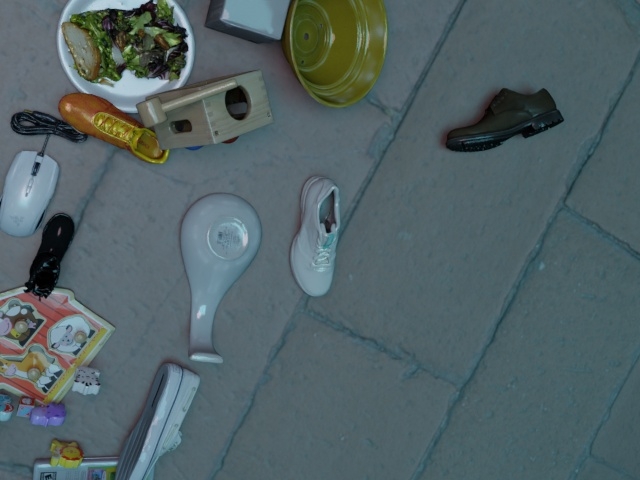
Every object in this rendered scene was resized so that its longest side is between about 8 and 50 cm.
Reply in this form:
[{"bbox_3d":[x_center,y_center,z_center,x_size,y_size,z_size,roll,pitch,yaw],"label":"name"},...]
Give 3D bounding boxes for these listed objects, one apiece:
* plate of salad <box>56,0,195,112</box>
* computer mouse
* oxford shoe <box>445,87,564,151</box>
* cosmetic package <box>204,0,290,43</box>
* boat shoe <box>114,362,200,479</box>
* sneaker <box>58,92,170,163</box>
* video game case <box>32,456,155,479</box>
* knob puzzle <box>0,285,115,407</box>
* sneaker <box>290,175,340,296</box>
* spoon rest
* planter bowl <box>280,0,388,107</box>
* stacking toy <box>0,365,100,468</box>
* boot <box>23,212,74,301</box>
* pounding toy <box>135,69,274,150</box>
[{"bbox_3d":[-0.285,-0.290,1.005,0.200,0.048,0.199,-4,102,-19],"label":"plate of salad"},{"bbox_3d":[-0.422,-0.093,1.000,0.106,0.042,0.192,17,95,-24],"label":"computer mouse"},{"bbox_3d":[0.324,-0.223,1.241,0.227,0.083,0.096,-19,85,-14],"label":"oxford shoe"},{"bbox_3d":[-0.091,-0.422,1.006,0.107,0.127,0.237,15,95,-23],"label":"cosmetic package"},{"bbox_3d":[-0.263,0.319,1.122,0.076,0.083,0.226,26,85,-31],"label":"boat shoe"},{"bbox_3d":[-0.298,-0.168,0.998,0.175,0.067,0.064,24,85,-37],"label":"sneaker"},{"bbox_3d":[-0.389,0.468,1.148,0.194,0.023,0.212,5,99,-21],"label":"video game case"},{"bbox_3d":[-0.450,0.155,1.052,0.213,0.030,0.213,-5,104,-19],"label":"knob puzzle"},{"bbox_3d":[0.000,0.000,1.150,0.080,0.094,0.212,-3,103,-21],"label":"sneaker"},{"bbox_3d":[-0.175,0.058,1.118,0.137,0.084,0.276,12,84,-24],"label":"spoon rest"},{"bbox_3d":[0.004,-0.321,1.066,0.217,0.090,0.217,-15,112,-42],"label":"planter bowl"},{"bbox_3d":[-0.461,0.264,1.040,0.221,0.052,0.166,14,110,-22],"label":"stacking toy"},{"bbox_3d":[-0.399,0.023,1.003,0.045,0.099,0.121,26,92,-25],"label":"boot"},{"bbox_3d":[-0.166,-0.173,0.960,0.206,0.181,0.094,-31,115,-44],"label":"pounding toy"}]
